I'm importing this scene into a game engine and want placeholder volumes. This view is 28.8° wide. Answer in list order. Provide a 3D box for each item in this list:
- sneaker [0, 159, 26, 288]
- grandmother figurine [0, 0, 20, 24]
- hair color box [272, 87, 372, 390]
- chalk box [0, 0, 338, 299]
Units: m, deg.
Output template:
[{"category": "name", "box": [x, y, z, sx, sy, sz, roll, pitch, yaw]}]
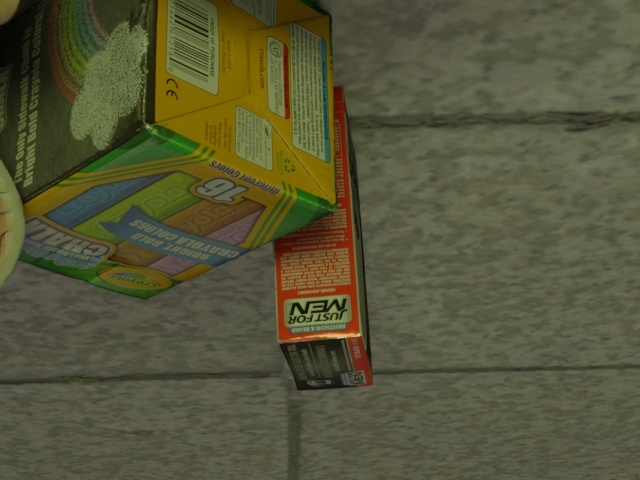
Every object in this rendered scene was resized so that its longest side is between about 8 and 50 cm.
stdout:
[{"category": "sneaker", "box": [-0.257, -0.092, 0.568, 0.121, 0.108, 0.302, 11, 136, 45]}, {"category": "grandmother figurine", "box": [-0.245, -0.109, 0.385, 0.104, 0.208, 0.342, 12, -154, 33]}, {"category": "hair color box", "box": [0.000, 0.000, 0.781, 0.053, 0.167, 0.093, -4, 155, 5]}, {"category": "chalk box", "box": [-0.110, -0.056, 0.698, 0.213, 0.132, 0.132, -23, 148, 39]}]
